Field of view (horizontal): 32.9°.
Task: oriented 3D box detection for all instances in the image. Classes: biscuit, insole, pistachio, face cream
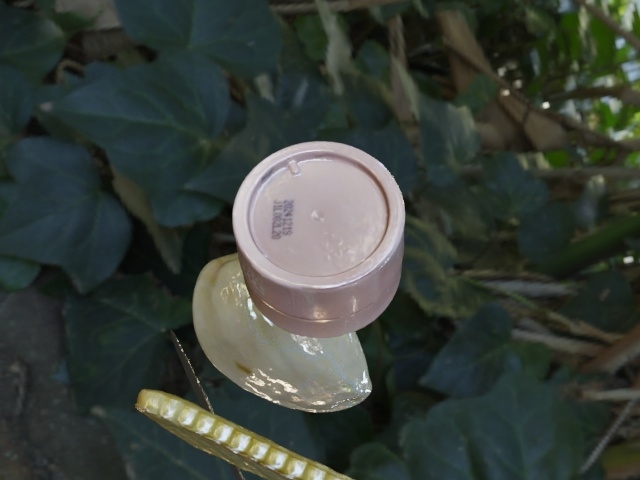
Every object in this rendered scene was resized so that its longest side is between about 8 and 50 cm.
[{"bbox_3d":[-0.031,0.195,0.926,0.029,0.255,0.172,-64,161,-15],"label":"biscuit"},{"bbox_3d":[-0.129,0.239,1.359,0.327,0.007,0.111,58,-14,34],"label":"insole"},{"bbox_3d":[-0.040,0.106,1.237,0.238,0.153,0.138,34,6,-13],"label":"pistachio"},{"bbox_3d":[0.000,0.000,0.962,0.104,0.149,0.149,86,7,-62],"label":"face cream"}]
